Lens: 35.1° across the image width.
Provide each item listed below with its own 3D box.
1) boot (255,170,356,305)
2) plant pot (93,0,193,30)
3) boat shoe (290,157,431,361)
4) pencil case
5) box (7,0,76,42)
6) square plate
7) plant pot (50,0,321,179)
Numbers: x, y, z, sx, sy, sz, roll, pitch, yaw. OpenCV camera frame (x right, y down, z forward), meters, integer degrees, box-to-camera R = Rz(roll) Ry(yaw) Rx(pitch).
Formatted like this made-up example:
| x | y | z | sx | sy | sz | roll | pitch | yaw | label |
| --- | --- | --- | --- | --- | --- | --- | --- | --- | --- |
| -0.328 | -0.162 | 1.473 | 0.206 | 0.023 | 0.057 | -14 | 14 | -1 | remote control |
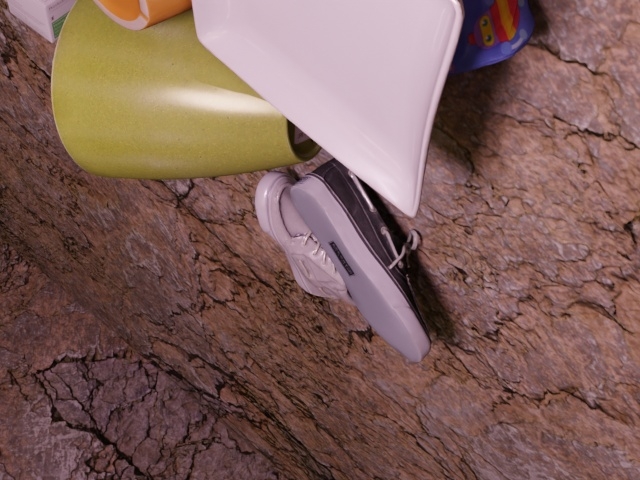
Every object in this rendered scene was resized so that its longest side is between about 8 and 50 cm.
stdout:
| x | y | z | sx | sy | sz | roll | pitch | yaw | label |
| --- | --- | --- | --- | --- | --- | --- | --- | --- | --- |
| 0.000 | 0.000 | 1.534 | 0.123 | 0.095 | 0.258 | 17 | 151 | 36 | boot |
| -0.177 | -0.346 | 1.161 | 0.205 | 0.188 | 0.205 | 35 | 153 | 22 | plant pot |
| 0.080 | 0.024 | 1.413 | 0.306 | 0.105 | 0.113 | 55 | 158 | -4 | boat shoe |
| 0.091 | -0.295 | 0.912 | 0.306 | 0.119 | 0.133 | 61 | 174 | -30 | pencil case |
| -0.421 | -0.387 | 1.575 | 0.102 | 0.101 | 0.087 | 36 | 153 | 16 | box |
| -0.005 | -0.219 | 0.992 | 0.344 | 0.049 | 0.347 | 42 | 158 | 18 | square plate |
| -0.138 | -0.191 | 1.295 | 0.293 | 0.275 | 0.275 | 13 | 142 | 24 | plant pot |
